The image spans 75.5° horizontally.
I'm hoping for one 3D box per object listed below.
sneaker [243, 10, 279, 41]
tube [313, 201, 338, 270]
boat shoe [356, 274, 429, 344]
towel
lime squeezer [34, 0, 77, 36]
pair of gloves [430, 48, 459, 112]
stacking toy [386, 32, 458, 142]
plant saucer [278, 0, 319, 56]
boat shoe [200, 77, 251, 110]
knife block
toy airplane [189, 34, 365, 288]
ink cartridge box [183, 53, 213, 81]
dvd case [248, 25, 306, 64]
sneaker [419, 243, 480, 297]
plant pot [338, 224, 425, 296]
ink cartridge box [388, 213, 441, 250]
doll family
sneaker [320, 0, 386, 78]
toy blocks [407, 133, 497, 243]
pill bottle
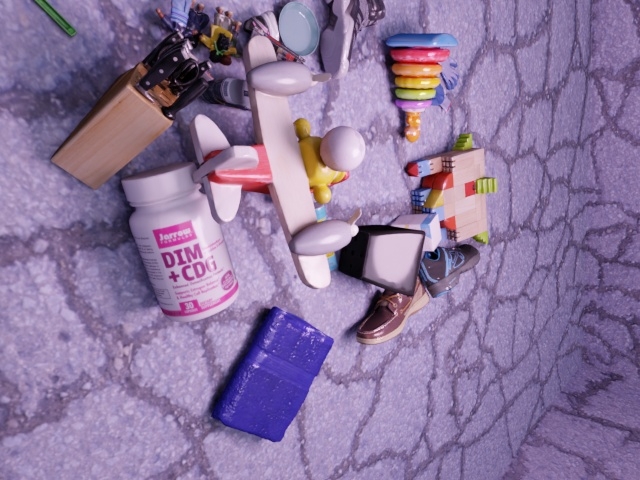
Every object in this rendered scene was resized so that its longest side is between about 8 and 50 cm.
[{"bbox_3d":[-0.125,-0.407,0.924,0.077,0.072,0.178,-21,109,-17],"label":"sneaker"},{"bbox_3d":[0.000,0.000,1.116,0.080,0.052,0.207,-23,119,-23],"label":"tube"},{"bbox_3d":[0.223,0.201,1.300,0.342,0.123,0.123,-28,108,-38],"label":"boat shoe"},{"bbox_3d":[-0.118,0.343,1.071,0.228,0.076,0.308,37,75,-31],"label":"towel"},{"bbox_3d":[-0.479,-0.448,0.591,0.310,0.110,0.058,75,30,-60],"label":"lime squeezer"},{"bbox_3d":[0.396,-0.521,1.359,0.159,0.023,0.198,32,77,-38],"label":"pair of gloves"},{"bbox_3d":[0.280,-0.438,1.210,0.175,0.166,0.301,-30,129,-45],"label":"stacking toy"},{"bbox_3d":[-0.055,-0.499,0.983,0.119,0.021,0.119,-8,103,-39],"label":"plant saucer"},{"bbox_3d":[-0.178,-0.316,0.893,0.183,0.083,0.065,-18,117,-66],"label":"boat shoe"},{"bbox_3d":[-0.303,-0.213,0.685,0.088,0.242,0.275,42,72,-36],"label":"knife block"},{"bbox_3d":[-0.052,-0.155,0.802,0.386,0.273,0.384,53,35,-38],"label":"toy airplane"},{"bbox_3d":[-0.247,-0.332,0.792,0.063,0.115,0.029,36,75,-39],"label":"ink cartridge box"},{"bbox_3d":[-0.097,-0.382,0.864,0.120,0.087,0.013,29,67,-14],"label":"dvd case"},{"bbox_3d":[0.454,0.067,1.454,0.341,0.125,0.139,-29,83,-48],"label":"sneaker"},{"bbox_3d":[0.160,0.043,1.177,0.167,0.187,0.188,9,93,-29],"label":"plant pot"},{"bbox_3d":[0.293,-0.027,1.301,0.090,0.143,0.092,-41,124,-48],"label":"ink cartridge box"},{"bbox_3d":[-0.233,-0.413,0.821,0.193,0.076,0.111,9,97,-36],"label":"doll family"},{"bbox_3d":[0.088,-0.538,1.040,0.153,0.101,0.268,-4,98,-37],"label":"sneaker"},{"bbox_3d":[0.421,-0.139,1.377,0.261,0.191,0.381,-19,110,-24],"label":"toy blocks"},{"bbox_3d":[-0.271,0.001,0.809,0.160,0.160,0.282,-27,114,-34],"label":"pill bottle"}]
